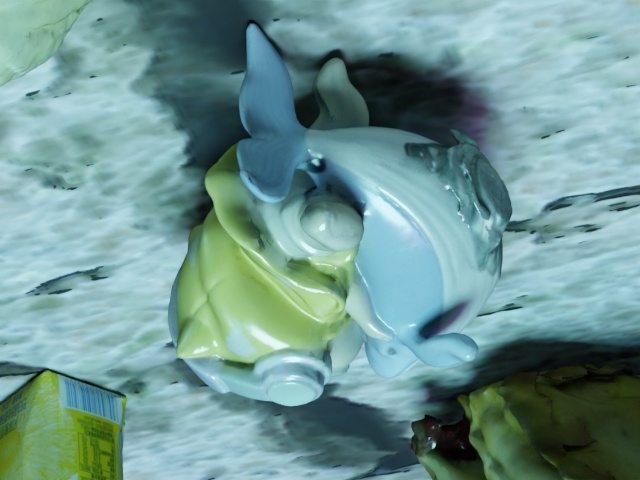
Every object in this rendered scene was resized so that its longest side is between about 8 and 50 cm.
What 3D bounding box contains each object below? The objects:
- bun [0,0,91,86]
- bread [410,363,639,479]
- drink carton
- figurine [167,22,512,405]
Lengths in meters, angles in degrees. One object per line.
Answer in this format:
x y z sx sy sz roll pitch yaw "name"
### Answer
-0.172 -0.119 0.685 0.220 0.134 0.220 -5 149 -3 "bun"
0.229 0.187 1.105 0.324 0.277 0.167 25 111 -37 "bread"
-0.145 0.177 1.054 0.074 0.200 0.084 25 135 -39 "drink carton"
0.000 0.000 0.898 0.183 0.128 0.208 -16 136 18 "figurine"
